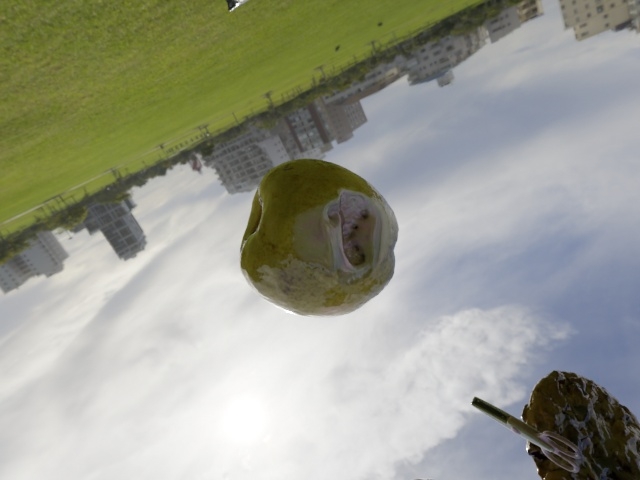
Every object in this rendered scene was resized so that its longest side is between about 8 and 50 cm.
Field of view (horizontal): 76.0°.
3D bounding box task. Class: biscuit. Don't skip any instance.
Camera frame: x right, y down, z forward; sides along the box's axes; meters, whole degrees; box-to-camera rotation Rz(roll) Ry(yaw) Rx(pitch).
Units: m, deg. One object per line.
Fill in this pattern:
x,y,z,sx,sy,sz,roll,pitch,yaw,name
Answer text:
0.548,0.418,0.791,0.289,0.334,0.081,-29,161,-33,biscuit

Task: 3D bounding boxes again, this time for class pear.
0.000,0.000,0.679,0.270,0.271,0.271,-23,-161,8,pear

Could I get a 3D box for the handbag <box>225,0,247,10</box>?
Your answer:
-0.105,-0.466,0.598,0.175,0.271,0.088,-25,162,6,handbag

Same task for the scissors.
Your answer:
0.330,0.309,0.671,0.022,0.086,0.176,-41,-140,-25,scissors

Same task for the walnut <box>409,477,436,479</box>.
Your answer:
0.190,0.470,0.580,0.224,0.257,0.257,-36,-164,16,walnut
